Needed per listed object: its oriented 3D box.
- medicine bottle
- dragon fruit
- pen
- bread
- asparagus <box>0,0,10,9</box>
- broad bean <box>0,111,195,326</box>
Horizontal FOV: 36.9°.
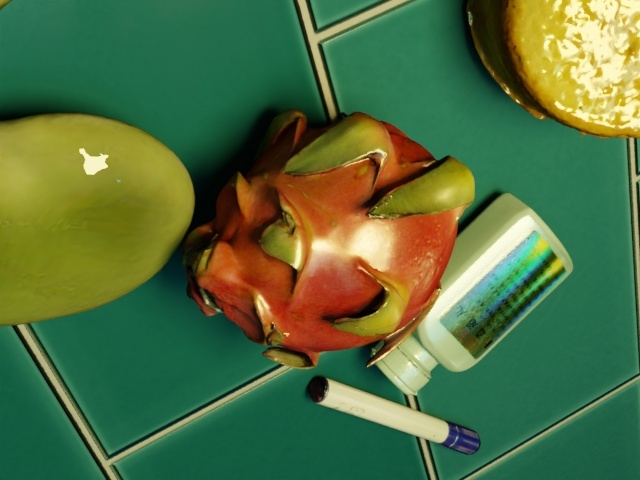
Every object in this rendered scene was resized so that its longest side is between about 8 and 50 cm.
[{"bbox_3d":[0.155,0.066,1.024,0.229,0.083,0.121,-45,129,1],"label":"medicine bottle"},{"bbox_3d":[0.006,-0.001,0.818,0.227,0.224,0.224,-44,133,-24],"label":"dragon fruit"},{"bbox_3d":[0.091,0.205,1.108,0.269,0.033,0.033,25,104,-37],"label":"pen"},{"bbox_3d":[0.265,-0.202,0.837,0.269,0.145,0.268,1,108,5],"label":"bread"},{"bbox_3d":[-0.280,-0.165,0.643,0.343,0.082,0.085,-30,110,-12],"label":"asparagus"},{"bbox_3d":[-0.217,-0.012,0.745,0.263,0.121,0.189,4,120,-33],"label":"broad bean"}]
